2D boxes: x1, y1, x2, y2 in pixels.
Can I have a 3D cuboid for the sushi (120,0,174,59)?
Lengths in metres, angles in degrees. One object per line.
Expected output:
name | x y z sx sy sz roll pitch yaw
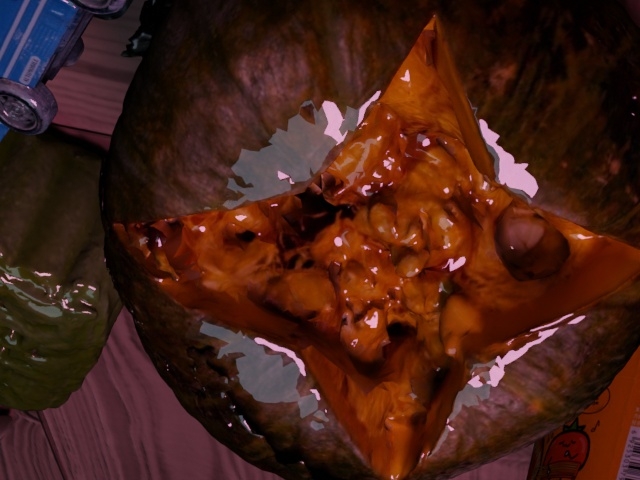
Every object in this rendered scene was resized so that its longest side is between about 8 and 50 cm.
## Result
sushi | -0.061 -0.122 1.039 0.083 0.056 0.085 25 147 -20

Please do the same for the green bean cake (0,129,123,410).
green bean cake | -0.241 0.009 1.259 0.222 0.125 0.248 28 146 -10

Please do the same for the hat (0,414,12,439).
hat | -0.417 0.138 1.557 0.301 0.168 0.258 5 161 -23

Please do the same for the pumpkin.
pumpkin | 0.036 -0.023 0.942 0.320 0.192 0.320 0 117 0

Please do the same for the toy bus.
toy bus | -0.161 -0.162 0.978 0.134 0.113 0.246 32 148 -7

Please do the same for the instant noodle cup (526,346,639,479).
instant noodle cup | 0.225 0.154 1.161 0.216 0.172 0.215 19 152 10
